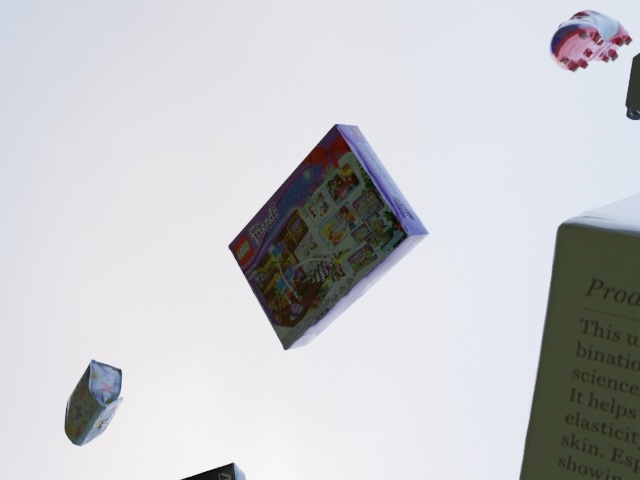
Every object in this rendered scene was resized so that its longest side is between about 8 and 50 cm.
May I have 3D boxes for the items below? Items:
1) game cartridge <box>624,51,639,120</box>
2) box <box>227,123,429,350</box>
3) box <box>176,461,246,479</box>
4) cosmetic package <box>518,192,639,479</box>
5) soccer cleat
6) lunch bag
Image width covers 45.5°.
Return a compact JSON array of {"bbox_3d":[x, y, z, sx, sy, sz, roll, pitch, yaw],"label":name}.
[{"bbox_3d":[0.244,-0.115,0.509,0.083,0.017,0.055,-10,-114,60],"label":"game cartridge"},{"bbox_3d":[0.000,0.000,1.124,0.293,0.057,0.200,-45,-115,33],"label":"box"},{"bbox_3d":[-0.226,0.549,1.332,0.216,0.060,0.270,-20,-133,8],"label":"box"},{"bbox_3d":[0.358,0.185,0.590,0.330,0.327,0.393,13,-77,31],"label":"cosmetic package"},{"bbox_3d":[0.417,-0.329,1.226,0.095,0.248,0.083,49,-50,21],"label":"soccer cleat"},{"bbox_3d":[-0.270,0.197,0.912,0.071,0.053,0.083,-57,-157,16],"label":"lunch bag"}]
